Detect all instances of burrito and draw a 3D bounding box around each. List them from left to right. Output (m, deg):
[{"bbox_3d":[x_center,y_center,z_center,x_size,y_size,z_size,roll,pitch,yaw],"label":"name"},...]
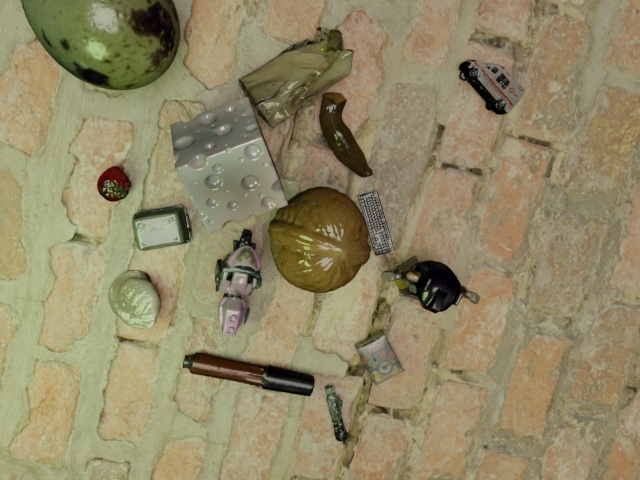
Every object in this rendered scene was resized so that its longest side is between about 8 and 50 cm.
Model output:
[{"bbox_3d":[-0.058,-0.471,1.718,0.331,0.190,0.135,-31,136,3],"label":"burrito"}]

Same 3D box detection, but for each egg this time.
[{"bbox_3d":[-0.577,-0.590,1.552,0.428,0.345,0.345,32,95,-6],"label":"egg"}]

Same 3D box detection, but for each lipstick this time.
[{"bbox_3d":[-0.226,0.422,1.877,0.418,0.077,0.077,12,98,-5],"label":"lipstick"}]

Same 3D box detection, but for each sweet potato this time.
[{"bbox_3d":[0.075,-0.311,1.783,0.112,0.085,0.286,-30,101,-4],"label":"sweet potato"}]

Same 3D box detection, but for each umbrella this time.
[{"bbox_3d":[0.053,0.565,1.942,0.050,0.046,0.188,-15,96,-13],"label":"umbrella"}]

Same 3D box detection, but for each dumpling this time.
[{"bbox_3d":[-0.562,0.183,1.799,0.150,0.092,0.177,-13,99,-6],"label":"dumpling"}]

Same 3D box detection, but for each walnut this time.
[{"bbox_3d":[0.000,0.000,1.703,0.332,0.333,0.333,-1,99,-5],"label":"walnut"}]

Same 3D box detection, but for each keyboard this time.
[{"bbox_3d":[0.177,-0.055,1.870,0.067,0.011,0.202,-18,100,-1],"label":"keyboard"}]

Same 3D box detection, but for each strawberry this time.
[{"bbox_3d":[-0.608,-0.168,1.746,0.106,0.106,0.106,-1,99,-5],"label":"strawberry"}]

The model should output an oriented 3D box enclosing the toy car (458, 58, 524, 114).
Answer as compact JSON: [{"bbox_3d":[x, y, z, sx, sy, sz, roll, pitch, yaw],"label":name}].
[{"bbox_3d":[0.518,-0.482,1.794,0.209,0.089,0.108,44,92,-12],"label":"toy car"}]

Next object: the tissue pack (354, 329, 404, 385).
[{"bbox_3d":[0.190,0.380,1.914,0.108,0.060,0.148,-27,101,-2],"label":"tissue pack"}]

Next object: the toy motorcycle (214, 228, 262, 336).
[{"bbox_3d":[-0.250,0.132,1.771,0.143,0.188,0.327,11,98,-13],"label":"toy motorcycle"}]

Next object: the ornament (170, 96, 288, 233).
[{"bbox_3d":[-0.255,-0.211,1.649,0.239,0.239,0.240,-20,132,-1],"label":"ornament"}]

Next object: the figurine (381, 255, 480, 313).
[{"bbox_3d":[0.326,0.129,1.779,0.308,0.308,0.143,-3,94,-5],"label":"figurine"}]

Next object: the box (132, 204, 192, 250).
[{"bbox_3d":[-0.479,-0.033,1.772,0.172,0.093,0.124,-11,100,-3],"label":"box"}]
